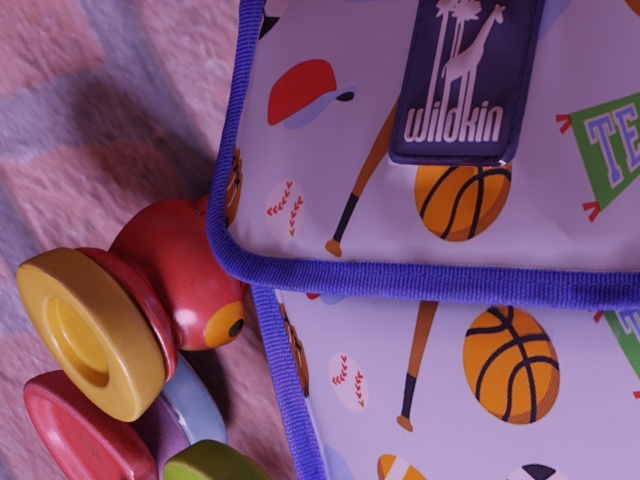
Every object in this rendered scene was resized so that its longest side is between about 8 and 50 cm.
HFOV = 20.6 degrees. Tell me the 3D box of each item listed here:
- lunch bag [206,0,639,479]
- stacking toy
[{"bbox_3d":[0.132,0.014,0.803,0.327,0.239,0.386,2,109,44],"label":"lunch bag"},{"bbox_3d":[-0.071,0.127,1.185,0.279,0.130,0.309,47,155,12],"label":"stacking toy"}]
